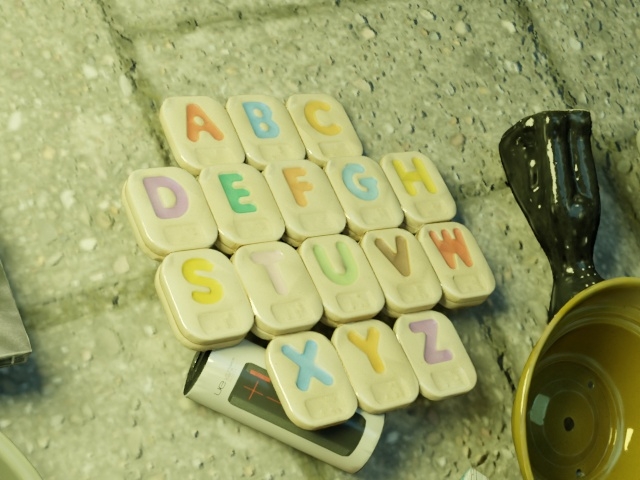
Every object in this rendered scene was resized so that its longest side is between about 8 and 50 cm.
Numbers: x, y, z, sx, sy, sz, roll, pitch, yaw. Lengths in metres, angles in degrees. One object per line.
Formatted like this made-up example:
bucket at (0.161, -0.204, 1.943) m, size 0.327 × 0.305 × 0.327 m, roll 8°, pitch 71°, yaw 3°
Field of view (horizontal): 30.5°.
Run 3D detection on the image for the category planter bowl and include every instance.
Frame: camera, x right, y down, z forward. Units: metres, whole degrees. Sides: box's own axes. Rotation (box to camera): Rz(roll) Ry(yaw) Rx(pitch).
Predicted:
planter bowl at (0.213, 0.140, 0.888) m, size 0.217 × 0.090 × 0.217 m, roll 4°, pitch 81°, yaw -27°

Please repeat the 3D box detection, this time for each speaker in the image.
speaker at (-0.026, 0.111, 0.819) m, size 0.136 × 0.055 × 0.055 m, roll 28°, pitch 58°, yaw -12°

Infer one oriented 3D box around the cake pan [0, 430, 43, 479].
cake pan at (-0.280, 0.217, 0.645) m, size 0.293 × 0.054 × 0.293 m, roll 11°, pitch 63°, yaw -22°

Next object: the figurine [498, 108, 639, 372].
figurine at (0.271, -0.002, 0.991) m, size 0.214 × 0.092 × 0.209 m, roll -4°, pitch 77°, yaw -15°

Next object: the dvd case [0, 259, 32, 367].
dvd case at (-0.291, -0.003, 0.730) m, size 0.164 × 0.018 × 0.221 m, roll -9°, pitch 56°, yaw -30°

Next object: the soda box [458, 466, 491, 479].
soda box at (0.155, 0.235, 0.788) m, size 0.183 × 0.058 × 0.063 m, roll 33°, pitch 44°, yaw 1°

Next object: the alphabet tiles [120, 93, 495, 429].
alphabet tiles at (0.000, 0.000, 0.868) m, size 0.284 × 0.021 × 0.278 m, roll -6°, pitch 60°, yaw -36°
